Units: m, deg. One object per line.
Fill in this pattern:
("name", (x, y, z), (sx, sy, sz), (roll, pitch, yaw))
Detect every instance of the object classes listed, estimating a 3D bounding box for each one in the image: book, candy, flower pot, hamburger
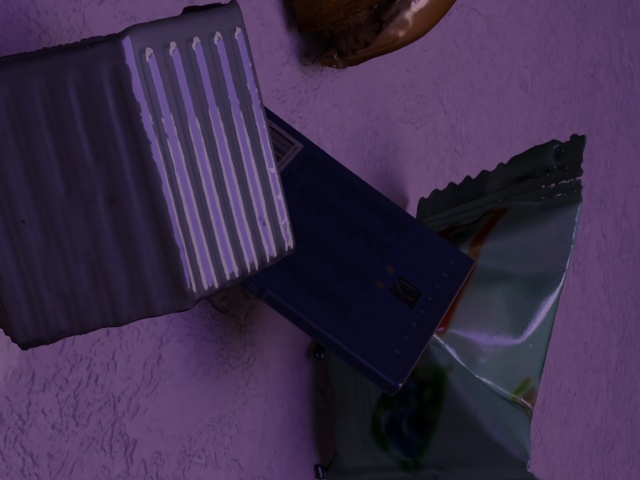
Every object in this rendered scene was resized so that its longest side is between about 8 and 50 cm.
("book", (0.000, 0.000, 0.972), (0.269, 0.025, 0.191), (37, 46, 2))
("candy", (0.151, 0.081, 1.112), (0.172, 0.263, 0.397), (44, 53, -36))
("flower pot", (-0.151, -0.053, 0.740), (0.209, 0.239, 0.189), (-84, 163, -76))
("hamburger", (0.085, -0.295, 1.153), (0.144, 0.157, 0.283), (58, 42, -35))
